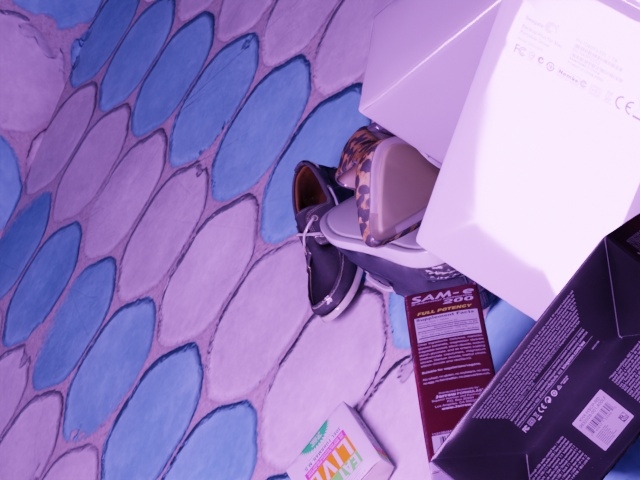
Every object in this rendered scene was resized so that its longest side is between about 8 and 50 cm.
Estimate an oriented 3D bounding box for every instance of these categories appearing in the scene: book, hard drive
[{"bbox_3d":[0.020,0.232,2.010,0.096,0.035,0.144,-53,23,5],"label":"book"},{"bbox_3d":[0.213,-0.086,1.732,0.203,0.040,0.307,34,119,30],"label":"hard drive"}]

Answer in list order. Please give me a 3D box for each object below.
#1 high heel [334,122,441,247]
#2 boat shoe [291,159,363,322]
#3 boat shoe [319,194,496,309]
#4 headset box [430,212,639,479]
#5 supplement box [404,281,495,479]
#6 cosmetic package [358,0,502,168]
[{"bbox_3d":[0.052,-0.043,2.020,0.186,0.093,0.261,-42,16,41],"label":"high heel"},{"bbox_3d":[0.000,0.000,2.258,0.084,0.079,0.233,-41,31,32],"label":"boat shoe"},{"bbox_3d":[0.088,0.011,2.048,0.114,0.091,0.302,-32,19,-8],"label":"boat shoe"},{"bbox_3d":[0.222,0.093,1.542,0.218,0.110,0.293,-54,-10,17],"label":"headset box"},{"bbox_3d":[0.126,0.162,1.746,0.073,0.130,0.239,-10,36,3],"label":"supplement box"},{"bbox_3d":[0.238,-0.214,1.875,0.385,0.217,0.156,-35,33,39],"label":"cosmetic package"}]
